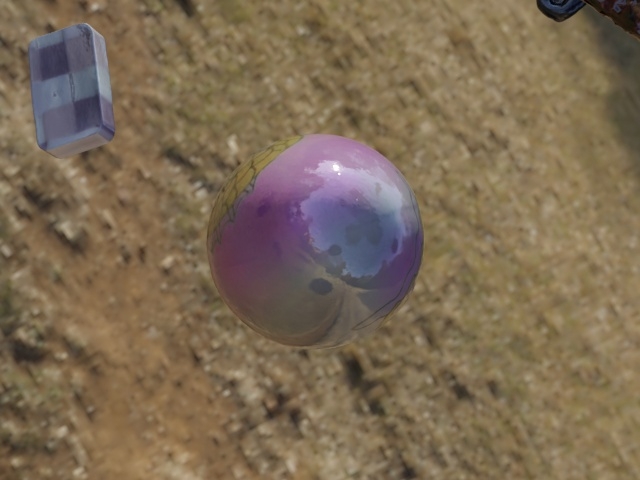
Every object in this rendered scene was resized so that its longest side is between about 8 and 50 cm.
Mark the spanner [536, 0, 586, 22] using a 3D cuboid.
[{"bbox_3d":[0.317,-0.306,1.324,0.087,0.316,0.024,53,5,18],"label":"spanner"}]

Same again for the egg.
[{"bbox_3d":[0.000,0.000,1.304,0.196,0.271,0.196,2,84,-21],"label":"egg"}]

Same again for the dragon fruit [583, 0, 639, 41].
[{"bbox_3d":[0.306,-0.169,1.027,0.317,0.152,0.205,38,15,14],"label":"dragon fruit"}]

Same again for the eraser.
[{"bbox_3d":[-0.209,-0.126,1.254,0.026,0.065,0.105,40,37,-66],"label":"eraser"}]
